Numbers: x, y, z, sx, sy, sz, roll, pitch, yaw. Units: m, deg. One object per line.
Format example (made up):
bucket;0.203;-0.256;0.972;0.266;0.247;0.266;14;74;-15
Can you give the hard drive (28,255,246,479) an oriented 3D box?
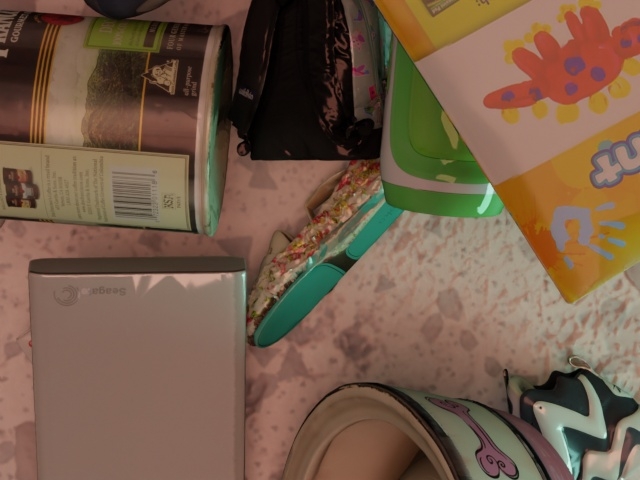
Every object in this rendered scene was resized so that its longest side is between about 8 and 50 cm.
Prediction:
hard drive;-0.174;0.163;1.778;0.203;0.040;0.308;-1;114;-5

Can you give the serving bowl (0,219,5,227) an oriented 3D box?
serving bowl;-0.352;-0.038;1.827;0.083;0.027;0.083;0;96;2

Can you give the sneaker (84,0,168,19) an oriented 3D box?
sneaker;-0.065;-0.283;1.645;0.319;0.112;0.131;-37;59;0

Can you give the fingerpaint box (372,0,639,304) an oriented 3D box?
fingerpaint box;0.291;-0.225;1.520;0.444;0.163;0.371;-33;97;8

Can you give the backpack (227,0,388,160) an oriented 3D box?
backpack;-0.004;-0.167;1.743;0.152;0.115;0.182;0;94;26

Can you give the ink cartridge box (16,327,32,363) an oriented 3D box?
ink cartridge box;-0.230;0.119;1.825;0.088;0.052;0.122;-34;95;6

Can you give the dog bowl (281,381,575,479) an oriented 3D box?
dog bowl;0.108;0.328;1.676;0.150;0.408;0.408;-1;97;-27

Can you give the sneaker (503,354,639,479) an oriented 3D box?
sneaker;0.199;0.206;1.792;0.235;0.094;0.153;-39;91;6

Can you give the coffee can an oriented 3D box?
coffee can;-0.229;-0.112;1.725;0.275;0.201;0.202;4;96;2

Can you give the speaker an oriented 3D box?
speaker;0.126;-0.175;1.676;0.131;0.131;0.297;5;99;2

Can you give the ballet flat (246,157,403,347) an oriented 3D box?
ballet flat;0.000;0.000;1.797;0.241;0.091;0.077;-45;62;2
